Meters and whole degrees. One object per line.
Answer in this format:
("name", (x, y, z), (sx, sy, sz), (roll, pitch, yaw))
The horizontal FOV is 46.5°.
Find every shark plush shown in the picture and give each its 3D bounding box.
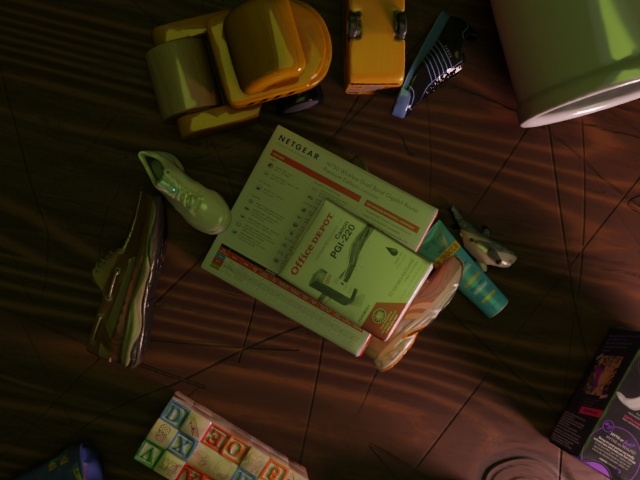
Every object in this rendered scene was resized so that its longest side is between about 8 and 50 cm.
("shark plush", (0.312, -0.002, 1.472), (0.161, 0.073, 0.067), (41, 65, 16))

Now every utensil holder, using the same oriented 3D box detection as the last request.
("utensil holder", (0.471, -0.437, 1.343), (0.327, 0.327, 0.385), (-16, 89, -6))

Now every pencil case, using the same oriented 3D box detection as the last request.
("pencil case", (-0.530, 0.486, 1.332), (0.306, 0.119, 0.133), (-29, 63, -5))

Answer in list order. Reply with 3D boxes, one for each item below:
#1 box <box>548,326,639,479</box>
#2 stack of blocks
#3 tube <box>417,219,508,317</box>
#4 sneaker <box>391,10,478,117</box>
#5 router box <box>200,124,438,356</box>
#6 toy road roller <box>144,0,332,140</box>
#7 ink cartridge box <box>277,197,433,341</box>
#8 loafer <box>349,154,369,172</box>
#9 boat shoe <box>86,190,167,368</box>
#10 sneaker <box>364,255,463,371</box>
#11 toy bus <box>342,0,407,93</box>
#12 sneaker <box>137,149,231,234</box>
("box", (0.594, 0.324, 1.433), (0.165, 0.143, 0.270), (32, 86, -4))
("stack of blocks", (-0.192, 0.433, 1.383), (0.297, 0.087, 0.171), (33, 86, -4))
("tube", (0.277, 0.061, 1.458), (0.080, 0.052, 0.207), (-44, 88, -9))
("sneaker", (0.221, -0.328, 1.436), (0.090, 0.081, 0.232), (28, 86, 1))
("router box", (0.000, 0.000, 1.366), (0.335, 0.082, 0.301), (29, 90, 8))
("toy road roller", (-0.143, -0.322, 1.320), (0.329, 0.240, 0.202), (-16, 91, -6))
("ink cartridge box", (0.060, 0.049, 1.267), (0.218, 0.092, 0.158), (32, 91, 10))
("loafer", (0.068, -0.090, 1.431), (0.050, 0.056, 0.148), (-6, 90, -12))
("boat shoe", (-0.358, 0.068, 1.357), (0.120, 0.122, 0.324), (10, 88, -2))
("sneaker", (0.160, 0.119, 1.410), (0.121, 0.099, 0.262), (40, 94, 6))
("toy bus", (0.098, -0.453, 1.400), (0.108, 0.130, 0.333), (-1, 89, -5))
("sneaker", (-0.255, -0.088, 1.347), (0.212, 0.094, 0.080), (41, 96, 19))
